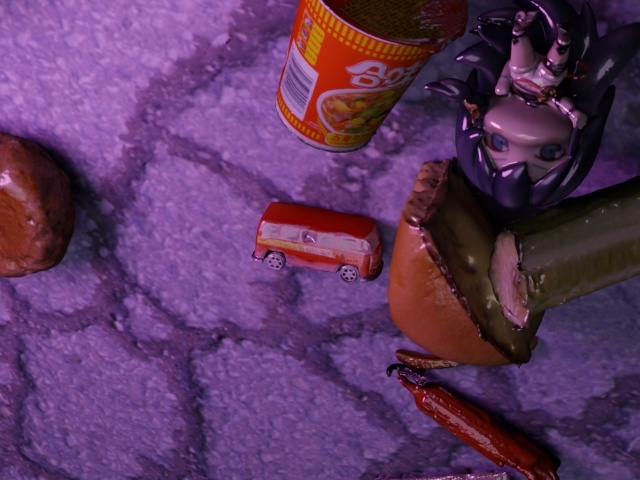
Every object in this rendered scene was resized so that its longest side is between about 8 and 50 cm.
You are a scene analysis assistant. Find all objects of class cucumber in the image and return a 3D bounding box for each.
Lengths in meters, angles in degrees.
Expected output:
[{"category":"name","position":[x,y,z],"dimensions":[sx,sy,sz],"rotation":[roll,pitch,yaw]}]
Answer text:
[{"category":"cucumber","position":[0.354,-0.014,1.434],"dimensions":[0.325,0.105,0.145],"rotation":[-18,118,-10]}]

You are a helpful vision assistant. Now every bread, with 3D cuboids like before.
[{"category":"bread","position":[-0.444,-0.056,1.692],"dimensions":[0.230,0.123,0.230],"rotation":[11,135,11]},{"category":"bread","position":[0.165,0.048,1.527],"dimensions":[0.162,0.204,0.262],"rotation":[-28,111,30]}]

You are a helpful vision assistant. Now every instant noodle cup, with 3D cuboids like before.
[{"category":"instant noodle cup","position":[0.041,-0.214,1.390],"dimensions":[0.193,0.193,0.212],"rotation":[25,137,-2]}]

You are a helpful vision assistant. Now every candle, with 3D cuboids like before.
[{"category":"candle","position":[0.223,0.266,1.771],"dimensions":[0.302,0.084,0.059],"rotation":[35,98,-2]}]

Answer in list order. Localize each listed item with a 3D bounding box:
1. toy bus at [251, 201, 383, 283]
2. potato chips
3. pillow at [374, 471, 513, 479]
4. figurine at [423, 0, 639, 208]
[{"category":"toy bus","position":[0.000,0.000,1.625],"dimensions":[0.174,0.079,0.077],"rotation":[10,119,10]},{"category":"potato chips","position":[0.206,0.160,1.715],"dimensions":[0.204,0.026,0.037],"rotation":[-8,111,24]},{"category":"pillow","position":[0.211,0.421,1.903],"dimensions":[0.230,0.050,0.148],"rotation":[-11,116,24]},{"category":"figurine","position":[0.238,-0.161,1.337],"dimensions":[0.175,0.197,0.265],"rotation":[37,132,21]}]
